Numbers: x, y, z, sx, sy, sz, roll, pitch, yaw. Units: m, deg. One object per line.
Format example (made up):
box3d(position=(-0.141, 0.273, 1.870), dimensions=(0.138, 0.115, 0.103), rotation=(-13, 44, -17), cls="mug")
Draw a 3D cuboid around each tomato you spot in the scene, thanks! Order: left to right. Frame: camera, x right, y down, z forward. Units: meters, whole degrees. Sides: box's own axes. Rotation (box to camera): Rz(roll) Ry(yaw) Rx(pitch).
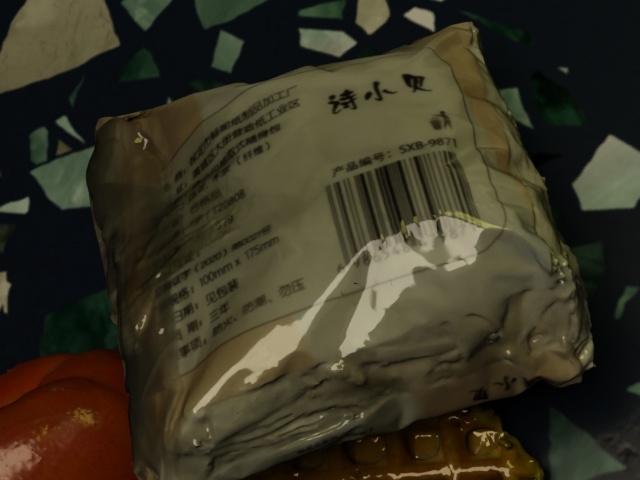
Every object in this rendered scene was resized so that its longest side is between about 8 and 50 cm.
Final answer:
box3d(position=(-0.226, 0.199, 1.621), dimensions=(0.260, 0.260, 0.180), rotation=(-21, 105, 15), cls="tomato")

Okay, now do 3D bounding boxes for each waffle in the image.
box3d(position=(0.033, 0.233, 1.581), dimensions=(0.325, 0.068, 0.302), rotation=(41, 91, 27), cls="waffle")

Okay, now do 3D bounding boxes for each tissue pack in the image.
box3d(position=(0.000, 0.000, 1.561), dimensions=(0.376, 0.195, 0.390), rotation=(-15, 49, 2), cls="tissue pack")
